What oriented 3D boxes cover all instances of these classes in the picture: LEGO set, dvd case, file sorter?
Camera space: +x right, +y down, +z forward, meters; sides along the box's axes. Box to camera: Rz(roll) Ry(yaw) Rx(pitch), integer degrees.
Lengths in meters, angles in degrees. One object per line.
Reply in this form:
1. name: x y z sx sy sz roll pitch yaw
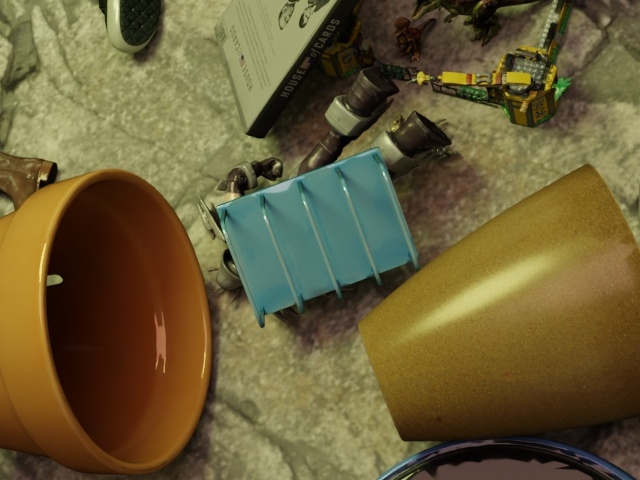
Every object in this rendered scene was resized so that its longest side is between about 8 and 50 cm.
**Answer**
1. LEGO set: 0.127 -0.275 1.699 0.331 0.192 0.255 24 74 20
2. dvd case: -0.029 -0.248 1.705 0.239 0.029 0.179 -53 37 34
3. LEGO set: 0.108 -0.108 1.726 0.083 0.023 0.054 7 69 14
4. file sorter: 0.000 0.000 1.570 0.170 0.104 0.118 -20 101 1

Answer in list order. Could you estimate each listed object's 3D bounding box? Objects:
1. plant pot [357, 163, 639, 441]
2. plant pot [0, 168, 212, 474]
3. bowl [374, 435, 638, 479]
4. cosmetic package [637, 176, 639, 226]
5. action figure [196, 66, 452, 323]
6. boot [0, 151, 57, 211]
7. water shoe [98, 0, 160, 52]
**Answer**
1. plant pot: 0.171 0.083 1.513 0.254 0.237 0.237 -20 65 2
2. plant pot: -0.264 0.089 1.597 0.203 0.291 0.291 -9 65 25
3. bowl: 0.164 0.360 1.489 0.391 0.077 0.391 -4 67 10
4. cosmetic package: 0.353 0.060 1.564 0.060 0.099 0.239 -11 67 8
5. action figure: -0.007 -0.038 1.673 0.285 0.099 0.185 -44 81 13
6. boot: -0.355 -0.053 1.791 0.114 0.037 0.106 12 57 13
7. water shoe: -0.230 -0.295 1.862 0.080 0.073 0.203 -17 62 34
